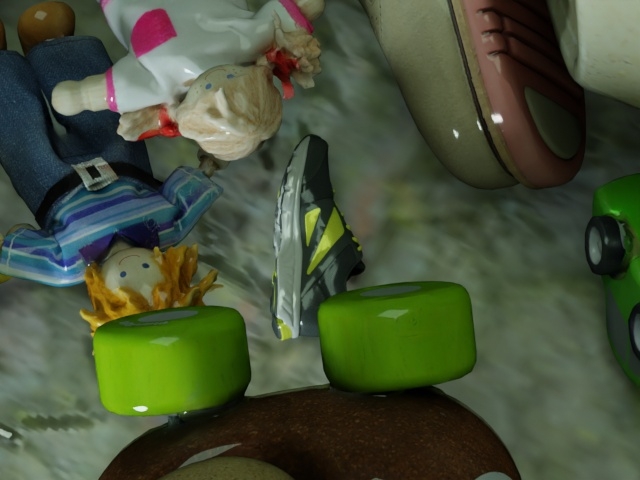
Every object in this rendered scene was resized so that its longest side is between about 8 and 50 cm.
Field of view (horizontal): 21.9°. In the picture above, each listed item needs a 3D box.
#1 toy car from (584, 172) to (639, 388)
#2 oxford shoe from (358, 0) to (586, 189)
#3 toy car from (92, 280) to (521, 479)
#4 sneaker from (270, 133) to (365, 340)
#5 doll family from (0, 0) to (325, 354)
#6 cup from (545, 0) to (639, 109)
[{"bbox_3d":[0.148,0.068,0.560,0.239,0.053,0.225,-6,47,-12],"label":"toy car"},{"bbox_3d":[0.002,-0.157,0.671,0.130,0.123,0.348,-28,65,19],"label":"oxford shoe"},{"bbox_3d":[-0.008,0.103,0.483,0.149,0.188,0.155,-7,95,3],"label":"toy car"},{"bbox_3d":[0.000,0.000,0.638,0.035,0.031,0.083,7,72,-7],"label":"sneaker"},{"bbox_3d":[-0.117,-0.016,0.618,0.263,0.118,0.163,-21,52,-11],"label":"doll family"},{"bbox_3d":[0.182,-0.152,0.526,0.237,0.331,0.331,-12,67,5],"label":"cup"}]
